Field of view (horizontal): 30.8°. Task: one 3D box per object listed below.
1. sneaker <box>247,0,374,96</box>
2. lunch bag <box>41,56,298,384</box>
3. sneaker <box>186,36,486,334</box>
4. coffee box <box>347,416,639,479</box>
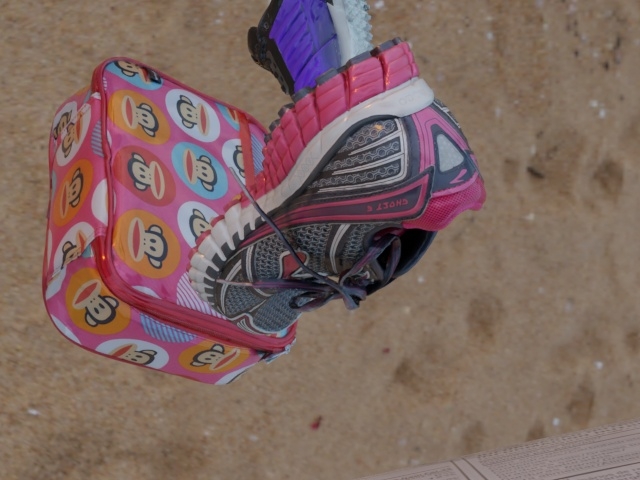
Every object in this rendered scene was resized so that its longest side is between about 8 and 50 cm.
[{"bbox_3d":[-0.015,-0.215,1.416,0.102,0.146,0.293,3,83,-67],"label":"sneaker"},{"bbox_3d":[-0.127,-0.011,1.104,0.258,0.120,0.293,23,44,-37],"label":"lunch bag"},{"bbox_3d":[0.000,0.000,0.756,0.121,0.299,0.112,-29,78,-29],"label":"sneaker"},{"bbox_3d":[0.116,0.254,0.424,0.338,0.334,0.337,-12,86,0],"label":"coffee box"}]
